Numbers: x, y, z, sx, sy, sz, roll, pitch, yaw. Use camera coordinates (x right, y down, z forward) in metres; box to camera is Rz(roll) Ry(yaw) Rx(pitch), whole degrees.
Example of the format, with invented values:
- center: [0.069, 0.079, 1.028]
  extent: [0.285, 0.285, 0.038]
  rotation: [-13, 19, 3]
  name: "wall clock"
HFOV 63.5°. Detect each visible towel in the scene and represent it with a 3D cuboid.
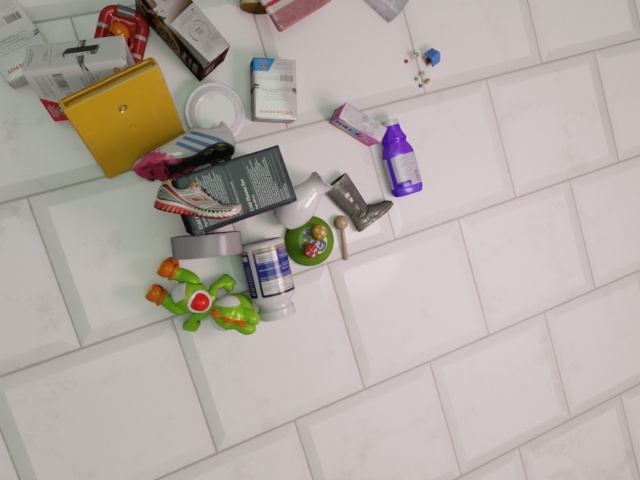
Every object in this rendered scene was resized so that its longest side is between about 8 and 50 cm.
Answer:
- center: [-0.135, -0.881, 1.696]
  extent: [0.237, 0.037, 0.328]
  rotation: [-37, 100, -16]
  name: "towel"

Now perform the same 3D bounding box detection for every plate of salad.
- center: [-0.351, -0.424, 1.724]
  extent: [0.200, 0.048, 0.199]
  rotation: [-5, 103, -21]
  name: "plate of salad"

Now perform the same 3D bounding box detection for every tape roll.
- center: [-0.360, 0.014, 1.641]
  extent: [0.220, 0.219, 0.072]
  rotation: [-6, 93, -18]
  name: "tape roll"

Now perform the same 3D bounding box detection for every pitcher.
- center: [-0.058, -0.142, 1.782]
  extent: [0.125, 0.178, 0.207]
  rotation: [43, 98, -5]
  name: "pitcher"

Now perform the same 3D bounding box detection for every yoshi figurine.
- center: [-0.368, 0.200, 1.697]
  extent: [0.363, 0.203, 0.203]
  rotation: [26, 42, -3]
  name: "yoshi figurine"

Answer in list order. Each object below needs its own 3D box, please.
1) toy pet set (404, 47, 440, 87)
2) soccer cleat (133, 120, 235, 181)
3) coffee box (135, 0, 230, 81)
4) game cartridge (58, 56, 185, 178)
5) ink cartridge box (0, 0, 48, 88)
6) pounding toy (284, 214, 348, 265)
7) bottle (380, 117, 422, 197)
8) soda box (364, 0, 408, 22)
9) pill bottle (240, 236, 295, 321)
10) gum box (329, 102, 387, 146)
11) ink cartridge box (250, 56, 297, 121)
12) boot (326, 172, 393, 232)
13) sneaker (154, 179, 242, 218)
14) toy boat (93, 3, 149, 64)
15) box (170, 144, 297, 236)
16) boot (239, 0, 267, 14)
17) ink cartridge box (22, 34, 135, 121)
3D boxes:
- center: [0.400, -0.663, 1.952]
  extent: [0.114, 0.065, 0.122]
  rotation: [-38, 102, -13]
  name: "toy pet set"
- center: [-0.435, -0.289, 1.662]
  extent: [0.332, 0.116, 0.143]
  rotation: [-14, 61, 0]
  name: "soccer cleat"
- center: [-0.435, -0.671, 1.628]
  extent: [0.119, 0.168, 0.297]
  rotation: [-45, 103, -12]
  name: "coffee box"
- center: [-0.567, -0.352, 1.532]
  extent: [0.286, 0.323, 0.052]
  rotation: [-32, 68, -15]
  name: "game cartridge"
- center: [-0.903, -0.582, 1.517]
  extent: [0.160, 0.093, 0.219]
  rotation: [-35, 101, -14]
  name: "ink cartridge box"
- center: [0.000, 0.000, 1.814]
  extent: [0.237, 0.110, 0.182]
  rotation: [-5, 93, -17]
  name: "pounding toy"
- center: [0.290, -0.305, 1.910]
  extent: [0.118, 0.092, 0.282]
  rotation: [-19, 97, -17]
  name: "bottle"
- center: [0.184, -0.928, 1.863]
  extent: [0.286, 0.091, 0.098]
  rotation: [37, 81, -15]
  name: "soda box"
- center: [-0.171, 0.129, 1.739]
  extent: [0.153, 0.153, 0.264]
  rotation: [-13, 96, -17]
  name: "pill bottle"
- center: [0.138, -0.409, 1.851]
  extent: [0.189, 0.107, 0.062]
  rotation: [27, 83, -17]
  name: "gum box"
- center: [-0.161, -0.507, 1.763]
  extent: [0.148, 0.086, 0.202]
  rotation: [-1, 92, -18]
  name: "ink cartridge box"
- center: [0.143, -0.158, 1.885]
  extent: [0.190, 0.076, 0.208]
  rotation: [-37, 95, -16]
  name: "boot"
- center: [-0.316, -0.107, 1.362]
  extent: [0.226, 0.088, 0.092]
  rotation: [9, 90, -19]
  name: "sneaker"
- center: [-0.615, -0.614, 1.579]
  extent: [0.151, 0.151, 0.230]
  rotation: [13, 87, -18]
  name: "toy boat"
- center: [-0.282, -0.149, 1.597]
  extent: [0.313, 0.343, 0.178]
  rotation: [-22, 99, -17]
  name: "box"
- center: [-0.170, -0.887, 1.746]
  extent: [0.262, 0.095, 0.203]
  rotation: [-17, 97, -19]
  name: "boot"
- center: [-0.672, -0.467, 1.500]
  extent: [0.273, 0.197, 0.114]
  rotation: [-8, 61, -4]
  name: "ink cartridge box"
